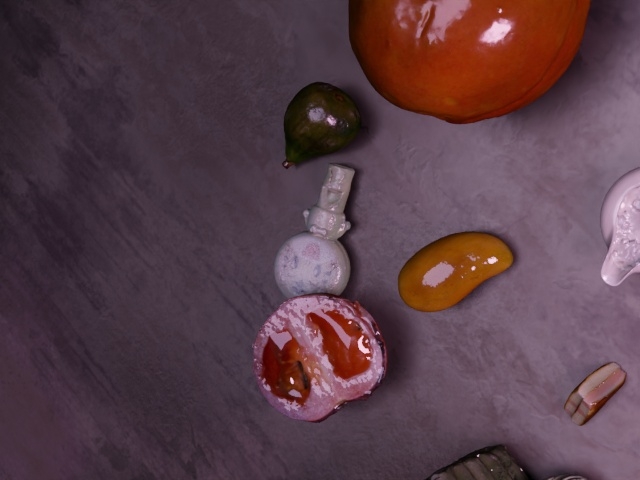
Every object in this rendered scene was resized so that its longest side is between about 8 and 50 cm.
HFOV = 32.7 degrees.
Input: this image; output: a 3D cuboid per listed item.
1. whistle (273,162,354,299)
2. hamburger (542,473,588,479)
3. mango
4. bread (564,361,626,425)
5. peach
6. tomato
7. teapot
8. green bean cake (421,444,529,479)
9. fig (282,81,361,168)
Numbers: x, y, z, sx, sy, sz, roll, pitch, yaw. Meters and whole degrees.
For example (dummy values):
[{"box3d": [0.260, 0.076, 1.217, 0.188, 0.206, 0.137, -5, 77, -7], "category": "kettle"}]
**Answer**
[{"box3d": [0.000, 0.000, 1.785, 0.126, 0.067, 0.258, 18, 98, 17], "category": "whistle"}, {"box3d": [0.359, 0.398, 1.545, 0.140, 0.133, 0.062, 58, 145, 10], "category": "hamburger"}, {"box3d": [0.199, 0.044, 1.652, 0.184, 0.085, 0.102, -29, 78, 24], "category": "mango"}, {"box3d": [0.387, 0.221, 1.557, 0.043, 0.062, 0.109, 47, 111, 22], "category": "bread"}, {"box3d": [0.199, -0.309, 1.488, 0.343, 0.343, 0.301, 15, 101, 30], "category": "peach"}, {"box3d": [0.005, 0.172, 1.751, 0.228, 0.112, 0.199, -26, 94, 20], "category": "tomato"}, {"box3d": [0.459, -0.039, 1.482, 0.145, 0.092, 0.226, 31, 106, 24], "category": "teapot"}, {"box3d": [0.170, 0.417, 1.590, 0.241, 0.255, 0.132, -45, 67, 30], "category": "green bean cake"}, {"box3d": [-0.014, -0.182, 1.771, 0.177, 0.117, 0.117, -42, 70, 49], "category": "fig"}]
